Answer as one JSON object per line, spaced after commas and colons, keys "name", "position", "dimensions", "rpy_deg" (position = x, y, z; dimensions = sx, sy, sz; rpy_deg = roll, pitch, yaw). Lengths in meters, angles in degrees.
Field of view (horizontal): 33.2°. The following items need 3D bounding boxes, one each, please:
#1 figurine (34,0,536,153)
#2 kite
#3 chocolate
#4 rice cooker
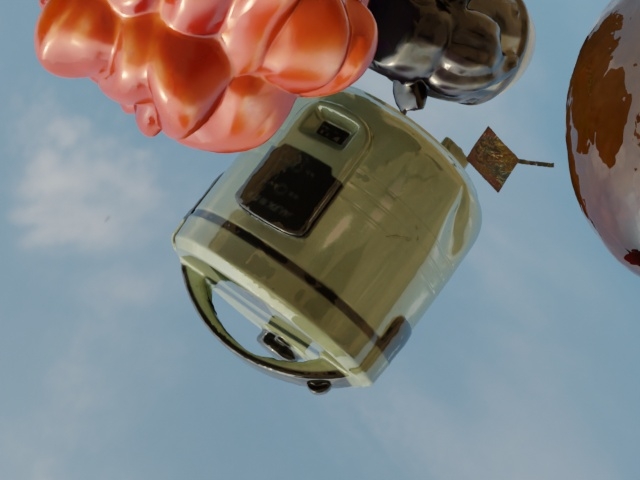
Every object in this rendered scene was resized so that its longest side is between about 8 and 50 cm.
{"name": "figurine", "position": [-0.021, -0.185, 0.725], "dimensions": [0.411, 0.241, 0.306], "rpy_deg": [4, -136, -52]}
{"name": "kite", "position": [0.134, -0.051, 0.756], "dimensions": [0.078, 0.002, 0.044], "rpy_deg": [25, -113, -26]}
{"name": "chocolate", "position": [0.146, -0.044, 0.385], "dimensions": [0.133, 0.127, 0.124], "rpy_deg": [-34, -85, -32]}
{"name": "rice cooker", "position": [0.000, 0.000, 0.919], "dimensions": [0.226, 0.226, 0.244], "rpy_deg": [37, -98, -4]}
